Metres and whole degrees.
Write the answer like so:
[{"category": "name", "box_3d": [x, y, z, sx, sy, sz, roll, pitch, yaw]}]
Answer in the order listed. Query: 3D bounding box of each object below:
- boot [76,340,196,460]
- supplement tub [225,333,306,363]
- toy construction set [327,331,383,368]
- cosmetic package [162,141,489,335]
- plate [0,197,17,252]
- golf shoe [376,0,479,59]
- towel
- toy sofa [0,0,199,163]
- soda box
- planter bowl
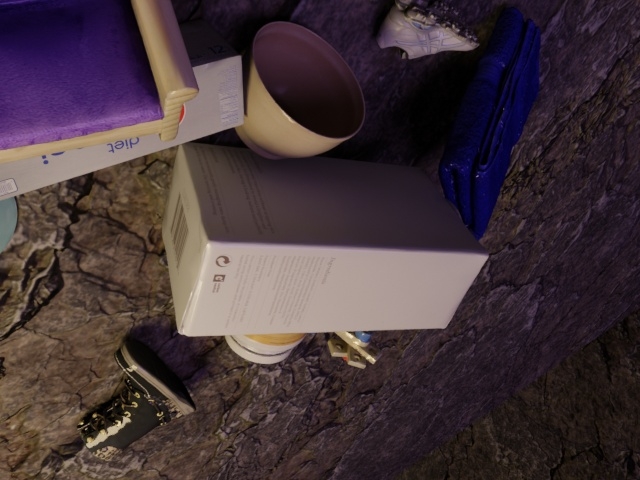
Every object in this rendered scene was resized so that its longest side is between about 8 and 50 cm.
[{"category": "boot", "box_3d": [-0.323, 0.272, 1.016, 0.178, 0.085, 0.236, -32, 145, -8]}, {"category": "supplement tub", "box_3d": [-0.072, 0.085, 0.990, 0.144, 0.144, 0.200, -8, 134, -37]}, {"category": "toy construction set", "box_3d": [0.063, 0.082, 1.127, 0.215, 0.151, 0.328, -5, 121, -40]}, {"category": "cosmetic package", "box_3d": [0.000, 0.000, 0.833, 0.384, 0.217, 0.156, 5, 127, -25]}, {"category": "plate", "box_3d": [-0.423, -0.012, 0.662, 0.188, 0.024, 0.188, -25, 143, -21]}, {"category": "golf shoe", "box_3d": [0.149, -0.291, 0.872, 0.176, 0.069, 0.086, 3, 147, -41]}, {"category": "towel", "box_3d": [0.279, -0.174, 0.973, 0.308, 0.076, 0.228, -65, 150, -20]}, {"category": "toy sofa", "box_3d": [-0.286, -0.135, 0.451, 0.362, 0.150, 0.177, -16, 173, -20]}, {"category": "soda box", "box_3d": [-0.226, -0.140, 0.639, 0.286, 0.098, 0.091, -23, 141, -24]}, {"category": "planter bowl", "box_3d": [-0.041, -0.165, 0.755, 0.162, 0.162, 0.109, -3, 157, -41]}]
